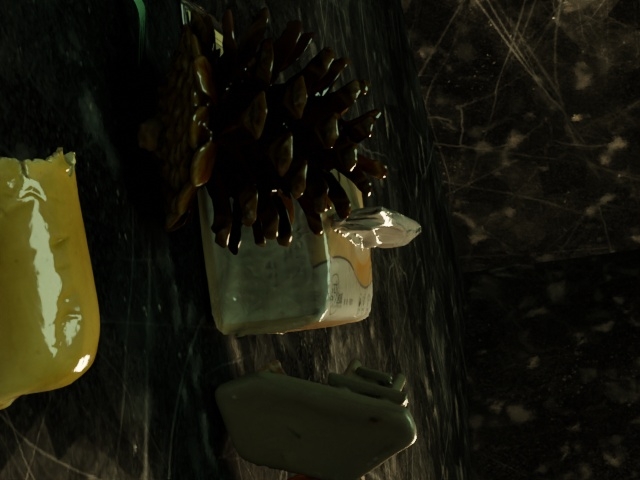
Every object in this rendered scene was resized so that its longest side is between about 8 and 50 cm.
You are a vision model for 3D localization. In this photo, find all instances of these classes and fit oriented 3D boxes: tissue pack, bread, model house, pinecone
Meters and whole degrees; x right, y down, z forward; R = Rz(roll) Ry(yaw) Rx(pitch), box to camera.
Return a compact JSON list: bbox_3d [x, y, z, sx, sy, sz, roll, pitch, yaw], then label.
[{"bbox_3d":[0.000,0.000,1.711,0.305,0.238,0.239,17,65,-78],"label":"tissue pack"},{"bbox_3d":[-0.205,0.026,0.990,0.134,0.085,0.173,-16,98,-79],"label":"bread"},{"bbox_3d":[0.007,0.192,1.623,0.188,0.229,0.122,-45,144,-71],"label":"model house"},{"bbox_3d":[-0.058,-0.106,1.457,0.264,0.264,0.264,-8,90,-79],"label":"pinecone"}]

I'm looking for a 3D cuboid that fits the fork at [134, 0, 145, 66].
[{"bbox_3d":[-0.203,-0.276,1.395,0.039,0.021,0.235,-90,167,-51],"label":"fork"}]

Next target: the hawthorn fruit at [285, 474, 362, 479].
[{"bbox_3d":[0.019,0.349,1.650,0.200,0.179,0.179,-8,90,-66],"label":"hawthorn fruit"}]

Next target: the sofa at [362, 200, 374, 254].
[{"bbox_3d":[0.039,-0.019,2.404,0.085,0.060,0.147,-63,147,-42],"label":"sofa"}]

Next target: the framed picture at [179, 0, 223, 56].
[{"bbox_3d":[-0.131,-0.186,1.732,0.199,0.010,0.195,16,66,-78],"label":"framed picture"}]
